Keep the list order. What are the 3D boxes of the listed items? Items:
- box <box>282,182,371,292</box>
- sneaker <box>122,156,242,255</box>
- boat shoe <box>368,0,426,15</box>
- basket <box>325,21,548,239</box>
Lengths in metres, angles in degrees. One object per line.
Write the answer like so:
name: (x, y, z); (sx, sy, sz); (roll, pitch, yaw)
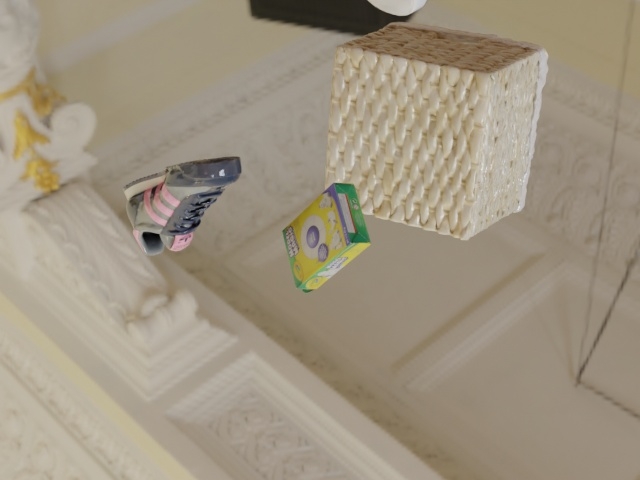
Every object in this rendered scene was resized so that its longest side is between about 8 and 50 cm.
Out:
box: (0.000, 0.000, 1.659); (0.043, 0.179, 0.105); (1, -118, -33)
sneaker: (-0.212, -0.054, 1.775); (0.112, 0.131, 0.319); (-8, 176, -32)
boat shoe: (0.069, -0.410, 1.482); (0.102, 0.108, 0.301); (-25, -130, -21)
basket: (0.207, -0.210, 2.032); (0.328, 0.331, 0.266); (15, -157, 25)
